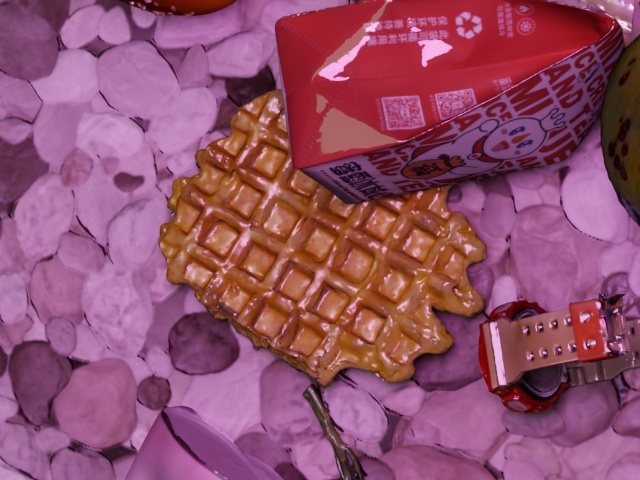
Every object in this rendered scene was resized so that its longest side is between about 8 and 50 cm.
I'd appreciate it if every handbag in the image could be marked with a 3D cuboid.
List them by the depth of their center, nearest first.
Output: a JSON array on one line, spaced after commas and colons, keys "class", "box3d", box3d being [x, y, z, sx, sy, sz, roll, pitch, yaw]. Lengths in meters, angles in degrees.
[{"class": "handbag", "box3d": [0.124, -0.135, 1.518, 0.298, 0.171, 0.151, -10, 76, 16]}]

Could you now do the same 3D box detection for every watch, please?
[{"class": "watch", "box3d": [0.256, 0.080, 1.473, 0.268, 0.165, 0.102, -21, 74, 52]}]

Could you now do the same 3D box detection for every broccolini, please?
[{"class": "broccolini", "box3d": [0.017, 0.197, 1.625, 0.030, 0.035, 0.140, -30, 73, 7]}]

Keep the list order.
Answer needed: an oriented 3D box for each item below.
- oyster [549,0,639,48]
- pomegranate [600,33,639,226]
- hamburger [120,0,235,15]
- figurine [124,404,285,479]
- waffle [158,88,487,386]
[{"class": "oyster", "box3d": [0.261, -0.232, 1.592, 0.209, 0.072, 0.133, 31, 123, 30]}, {"class": "pomegranate", "box3d": [0.363, -0.079, 1.458, 0.254, 0.270, 0.254, -23, 37, 18]}, {"class": "hamburger", "box3d": [-0.165, -0.310, 1.657, 0.246, 0.246, 0.170, 24, 92, 19]}, {"class": "figurine", "box3d": [-0.135, 0.347, 1.571, 0.284, 0.206, 0.316, 34, 98, 30]}, {"class": "waffle", "box3d": [0.001, 0.001, 1.647, 0.307, 0.060, 0.312, -28, 72, 12]}]
